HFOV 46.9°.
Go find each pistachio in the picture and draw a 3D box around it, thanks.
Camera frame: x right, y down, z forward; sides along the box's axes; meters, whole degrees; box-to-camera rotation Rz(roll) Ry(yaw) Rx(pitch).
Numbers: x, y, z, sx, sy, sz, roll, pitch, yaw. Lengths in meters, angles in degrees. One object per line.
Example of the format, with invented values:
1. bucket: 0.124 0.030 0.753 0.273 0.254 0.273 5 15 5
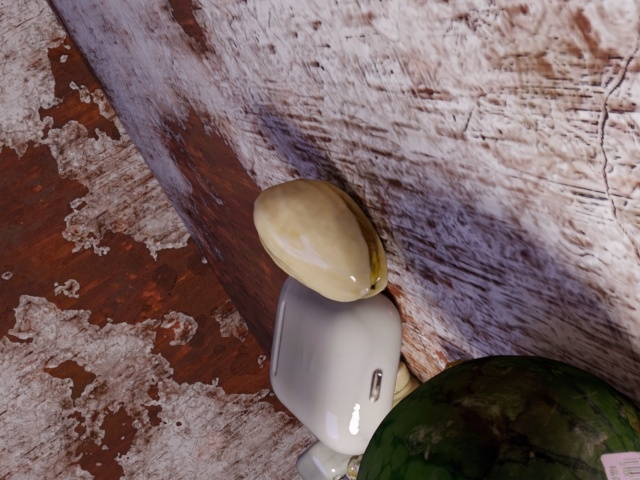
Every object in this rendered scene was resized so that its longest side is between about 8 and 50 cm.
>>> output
1. pistachio: 0.000 0.000 1.100 0.229 0.157 0.157 41 162 16

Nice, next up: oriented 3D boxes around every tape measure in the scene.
1. tape measure: 0.063 0.559 1.980 0.130 0.265 0.258 50 158 11

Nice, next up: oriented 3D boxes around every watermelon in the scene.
1. watermelon: 0.199 0.288 0.748 0.363 0.363 0.363 50 165 19

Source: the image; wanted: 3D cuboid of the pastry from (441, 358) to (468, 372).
1. pastry: 0.222 0.239 1.109 0.080 0.056 0.140 8 129 56

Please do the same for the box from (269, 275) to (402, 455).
1. box: 0.020 0.204 1.334 0.349 0.141 0.289 -159 74 -64

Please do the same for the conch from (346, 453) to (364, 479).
1. conch: 0.204 0.402 1.289 0.291 0.159 0.210 8 140 30

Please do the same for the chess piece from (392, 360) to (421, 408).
1. chess piece: 0.195 0.380 1.418 0.397 0.117 0.117 62 164 -16
